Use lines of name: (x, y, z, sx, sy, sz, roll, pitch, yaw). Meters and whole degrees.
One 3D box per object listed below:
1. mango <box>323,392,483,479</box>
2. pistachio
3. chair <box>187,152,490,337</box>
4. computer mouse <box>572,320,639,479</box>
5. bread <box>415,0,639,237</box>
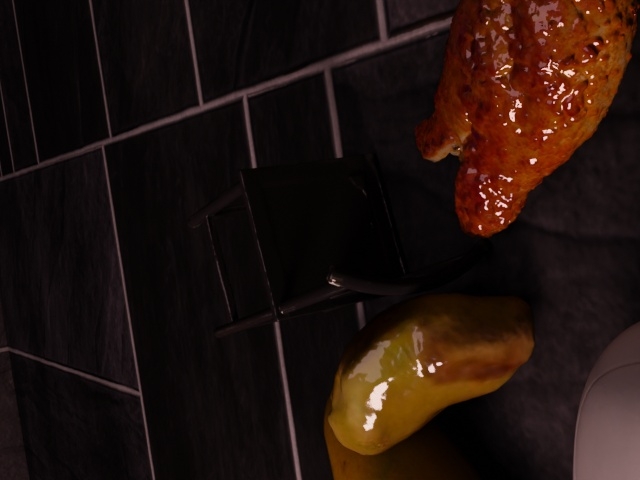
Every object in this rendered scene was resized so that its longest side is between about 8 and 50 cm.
mango: (0.072, 0.223, 0.737, 0.253, 0.113, 0.138, 50, 132, 43)
pistachio: (0.078, 0.091, 0.672, 0.100, 0.110, 0.189, 44, 113, -12)
chair: (0.000, 0.000, 0.753, 0.260, 0.154, 0.141, -26, 78, 57)
computer mouse: (0.232, 0.190, 0.488, 0.184, 0.121, 0.297, 1, 99, 55)
bread: (0.128, -0.109, 0.586, 0.139, 0.095, 0.269, 68, 150, 30)
